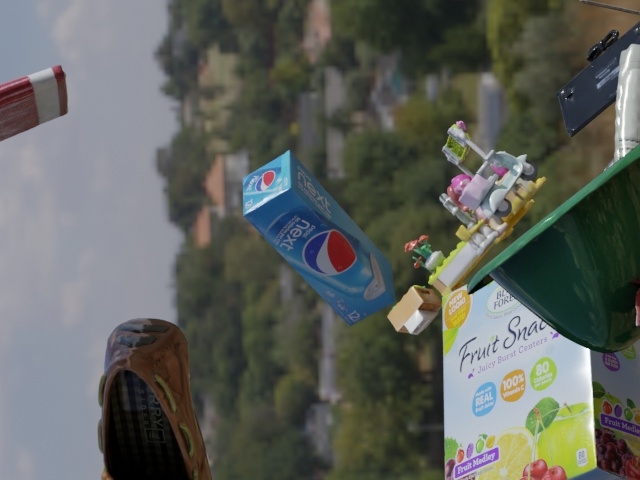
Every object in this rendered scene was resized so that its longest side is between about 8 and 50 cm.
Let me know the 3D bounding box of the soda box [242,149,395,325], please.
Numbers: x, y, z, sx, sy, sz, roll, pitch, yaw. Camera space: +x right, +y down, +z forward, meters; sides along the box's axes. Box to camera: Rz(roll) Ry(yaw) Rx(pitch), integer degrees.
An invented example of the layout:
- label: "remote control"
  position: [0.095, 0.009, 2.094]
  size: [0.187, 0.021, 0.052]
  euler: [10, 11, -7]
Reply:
- label: "soda box"
  position: [0.000, 0.000, 1.848]
  size: [0.210, 0.067, 0.071]
  euler: [46, -156, -33]

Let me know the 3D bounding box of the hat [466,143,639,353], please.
- label: "hat"
  position: [0.213, 0.052, 1.076]
  size: [0.183, 0.208, 0.173]
  euler: [51, 149, 7]

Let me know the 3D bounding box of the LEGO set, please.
- label: "LEGO set"
  position: [0.131, -0.024, 1.662]
  size: [0.107, 0.132, 0.287]
  euler: [43, 146, 9]

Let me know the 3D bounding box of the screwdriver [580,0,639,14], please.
- label: "screwdriver"
  position: [0.379, -0.271, 1.933]
  size: [0.024, 0.170, 0.025]
  euler: [146, 133, -61]

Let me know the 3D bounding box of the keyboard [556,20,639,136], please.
- label: "keyboard"
  position: [0.373, -0.219, 2.104]
  size: [0.180, 0.023, 0.108]
  euler: [-42, 42, 38]

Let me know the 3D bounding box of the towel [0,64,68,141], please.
- label: "towel"
  position: [-0.430, -0.108, 1.766]
  size: [0.237, 0.329, 0.037]
  euler: [157, 90, -81]

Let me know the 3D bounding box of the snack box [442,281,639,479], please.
- label: "snack box"
  position: [0.175, 0.115, 1.301]
  size: [0.174, 0.070, 0.207]
  euler: [-33, 45, 45]

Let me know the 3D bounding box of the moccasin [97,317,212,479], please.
- label: "moccasin"
  position: [-0.193, 0.282, 1.926]
  size: [0.147, 0.139, 0.380]
  euler: [-69, -16, -60]

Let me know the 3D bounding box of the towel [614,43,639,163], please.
- label: "towel"
  position: [0.398, -0.013, 1.437]
  size: [0.056, 0.312, 0.324]
  euler: [124, 156, -60]

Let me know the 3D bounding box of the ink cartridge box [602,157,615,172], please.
- label: "ink cartridge box"
  position: [0.370, 0.080, 2.201]
  size: [0.371, 0.176, 0.069]
  euler: [-59, 2, 27]
